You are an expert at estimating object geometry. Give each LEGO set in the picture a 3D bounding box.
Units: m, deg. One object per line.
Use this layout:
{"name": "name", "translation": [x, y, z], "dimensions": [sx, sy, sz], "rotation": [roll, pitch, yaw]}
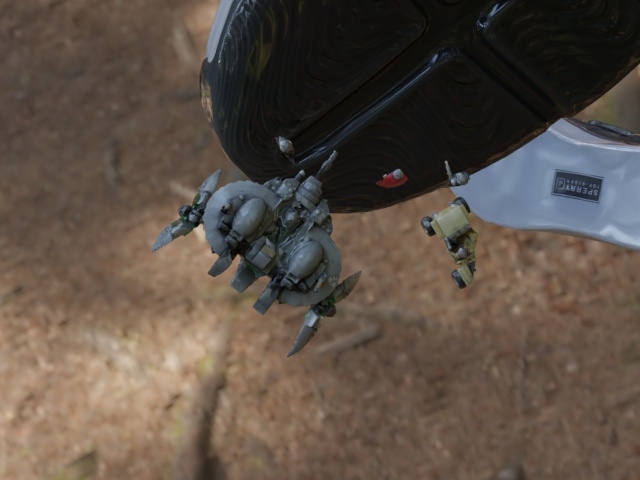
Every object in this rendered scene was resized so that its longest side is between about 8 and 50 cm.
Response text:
{"name": "LEGO set", "translation": [0.001, -0.003, 0.447], "dimensions": [0.083, 0.054, 0.023], "rotation": [-21, 0, -8]}

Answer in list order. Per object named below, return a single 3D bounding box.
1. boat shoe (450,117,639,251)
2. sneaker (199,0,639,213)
{"name": "boat shoe", "translation": [0.166, -0.038, 1.082], "dimensions": [0.076, 0.080, 0.228], "rotation": [8, 5, -37]}
{"name": "sneaker", "translation": [0.081, -0.214, 0.842], "dimensions": [0.447, 0.169, 0.257], "rotation": [-50, 28, -5]}
